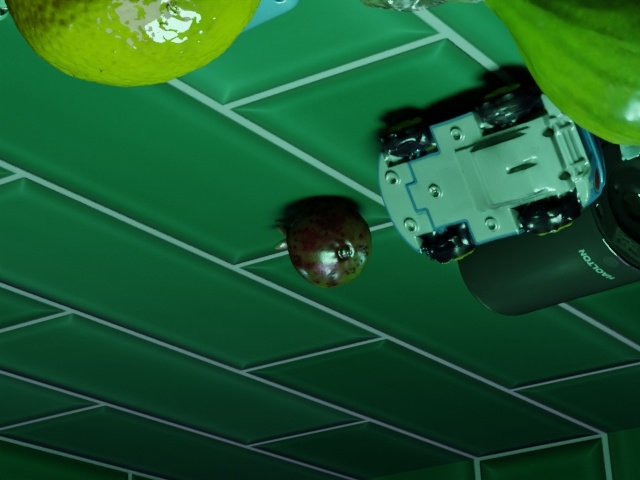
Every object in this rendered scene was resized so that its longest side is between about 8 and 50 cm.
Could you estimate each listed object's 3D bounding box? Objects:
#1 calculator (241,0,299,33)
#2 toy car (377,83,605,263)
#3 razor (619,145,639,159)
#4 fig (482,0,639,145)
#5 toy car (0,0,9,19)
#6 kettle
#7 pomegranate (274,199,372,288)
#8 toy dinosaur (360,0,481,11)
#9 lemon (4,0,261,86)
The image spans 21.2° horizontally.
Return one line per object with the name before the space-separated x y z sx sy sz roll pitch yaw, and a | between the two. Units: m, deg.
calculator | -0.157 -0.262 1.875 0.293 0.051 0.173 -20 153 36
toy car | 0.221 -0.095 2.227 0.314 0.198 0.166 -18 -174 39
razor | 0.452 -0.141 2.307 0.040 0.068 0.135 -19 166 42
fig | 0.325 -0.240 1.881 0.314 0.233 0.233 37 172 22
toy car | -0.388 -0.287 1.740 0.224 0.076 0.090 10 158 -12
kettle | 0.325 -0.015 2.406 0.262 0.203 0.308 9 159 -34
pomegranate | 0.000 -0.006 2.513 0.159 0.129 0.129 36 -178 33
toy dinosaur | 0.117 -0.288 1.781 0.162 0.077 0.294 10 179 -36
lemon | -0.173 -0.266 1.592 0.267 0.267 0.267 -3 159 -1
